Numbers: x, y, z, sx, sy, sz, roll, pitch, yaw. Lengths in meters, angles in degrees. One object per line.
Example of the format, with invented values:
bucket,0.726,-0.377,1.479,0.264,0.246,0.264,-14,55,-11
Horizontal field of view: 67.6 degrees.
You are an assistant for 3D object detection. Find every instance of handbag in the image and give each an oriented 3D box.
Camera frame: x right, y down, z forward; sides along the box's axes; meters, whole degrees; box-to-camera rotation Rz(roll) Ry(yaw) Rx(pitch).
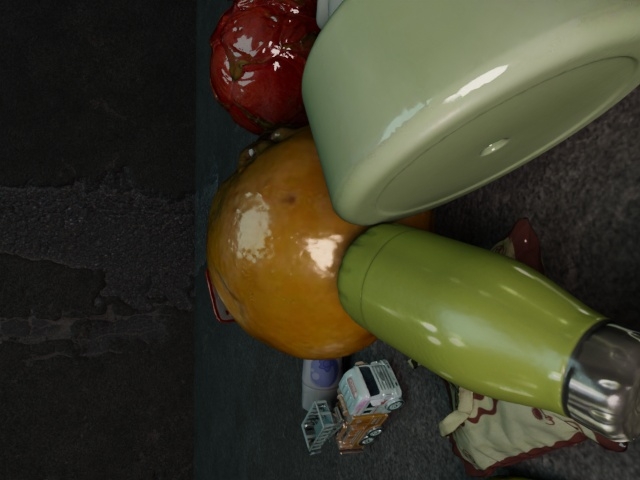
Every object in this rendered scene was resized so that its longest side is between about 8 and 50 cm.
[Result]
handbag,0.178,0.128,0.500,0.235,0.127,0.213,122,139,-50

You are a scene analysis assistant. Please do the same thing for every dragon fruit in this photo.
dragon fruit,-0.082,-0.341,0.923,0.342,0.277,0.277,116,146,-41

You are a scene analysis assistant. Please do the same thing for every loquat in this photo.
loquat,0.000,0.000,0.662,0.328,0.328,0.328,-179,90,-65

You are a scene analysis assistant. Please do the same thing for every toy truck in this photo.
toy truck,0.051,0.275,0.785,0.080,0.115,0.177,-114,36,-43

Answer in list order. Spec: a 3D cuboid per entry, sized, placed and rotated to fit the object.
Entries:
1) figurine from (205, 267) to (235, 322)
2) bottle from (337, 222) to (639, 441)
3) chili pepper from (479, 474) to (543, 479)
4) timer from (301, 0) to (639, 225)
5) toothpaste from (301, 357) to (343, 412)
figurine,-0.145,0.086,1.183,0.226,0.183,0.160,-39,62,44
bottle,0.125,0.062,0.388,0.260,0.112,0.112,23,110,54
chili pepper,0.201,0.290,0.512,0.204,0.073,0.072,-26,47,51
timer,0.083,-0.212,0.437,0.315,0.291,0.291,64,148,13
toothpaste,0.008,0.143,0.906,0.080,0.125,0.371,8,100,30
